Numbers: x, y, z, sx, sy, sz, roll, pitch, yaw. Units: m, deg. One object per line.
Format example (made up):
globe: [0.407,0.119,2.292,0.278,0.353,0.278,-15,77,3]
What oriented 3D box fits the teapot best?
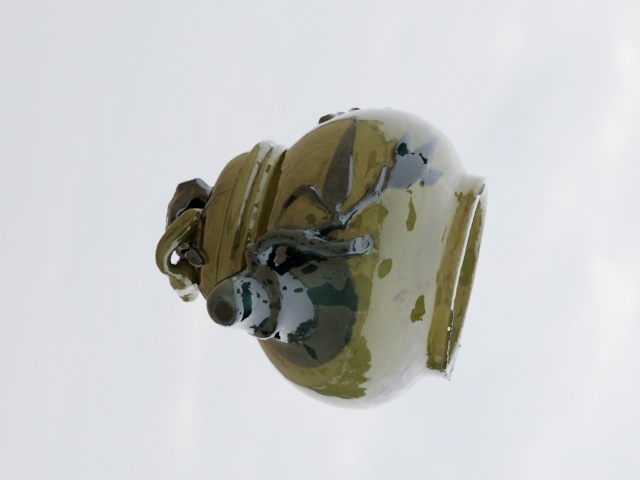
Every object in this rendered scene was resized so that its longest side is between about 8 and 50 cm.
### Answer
teapot: [0.000,0.000,1.123,0.269,0.182,0.173,-58,157,-67]
